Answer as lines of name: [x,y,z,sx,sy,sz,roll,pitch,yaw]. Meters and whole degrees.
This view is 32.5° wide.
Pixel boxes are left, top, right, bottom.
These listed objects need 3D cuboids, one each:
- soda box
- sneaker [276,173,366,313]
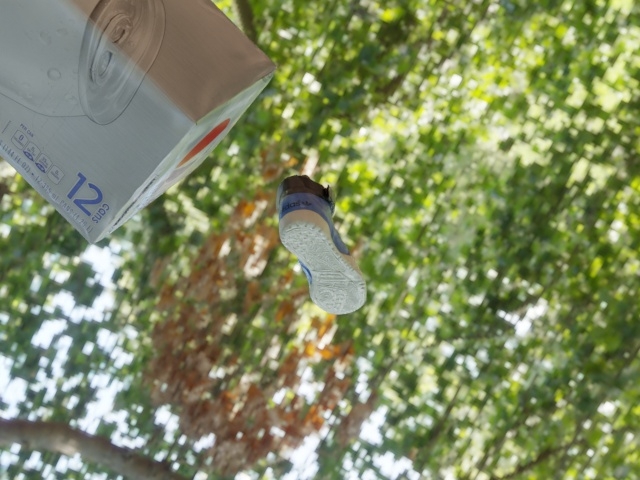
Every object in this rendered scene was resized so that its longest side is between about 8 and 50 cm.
soda box: [-0.161,-0.139,0.513,0.286,0.091,0.098,45,-148,-2]
sneaker: [0.001,0.000,1.037,0.152,0.058,0.085,56,-159,-45]
